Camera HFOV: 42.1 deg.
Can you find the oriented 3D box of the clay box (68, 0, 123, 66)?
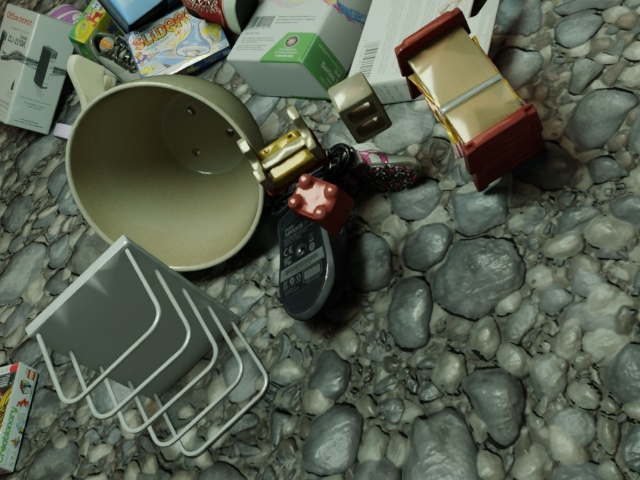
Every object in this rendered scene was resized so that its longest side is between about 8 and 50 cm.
[{"bbox_3d":[-0.513,-0.535,2.004,0.053,0.127,0.222,23,73,10],"label":"clay box"}]

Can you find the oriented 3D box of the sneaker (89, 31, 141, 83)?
[{"bbox_3d":[-0.437,-0.402,1.868,0.271,0.108,0.100,28,77,41],"label":"sneaker"}]

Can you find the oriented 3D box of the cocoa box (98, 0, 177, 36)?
[{"bbox_3d":[-0.350,-0.638,1.800,0.347,0.231,0.228,-39,12,-6],"label":"cocoa box"}]

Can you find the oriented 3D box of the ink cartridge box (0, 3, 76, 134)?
[{"bbox_3d":[-0.708,-0.418,2.012,0.197,0.114,0.273,27,100,45],"label":"ink cartridge box"}]

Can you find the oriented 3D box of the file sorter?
[{"bbox_3d":[-0.233,0.169,1.191,0.193,0.278,0.173,-43,48,3],"label":"file sorter"}]

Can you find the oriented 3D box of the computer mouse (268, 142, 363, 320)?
[{"bbox_3d":[0.000,0.000,1.264,0.188,0.072,0.272,-26,53,39],"label":"computer mouse"}]

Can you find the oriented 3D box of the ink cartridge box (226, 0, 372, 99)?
[{"bbox_3d":[-0.017,-0.411,1.555,0.201,0.117,0.278,12,69,42],"label":"ink cartridge box"}]

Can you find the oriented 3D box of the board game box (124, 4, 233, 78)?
[{"bbox_3d":[-0.301,-0.417,1.761,0.201,0.035,0.136,-26,74,5],"label":"board game box"}]

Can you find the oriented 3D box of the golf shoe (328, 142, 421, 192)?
[{"bbox_3d":[0.079,-0.125,1.313,0.186,0.067,0.086,2,60,37],"label":"golf shoe"}]

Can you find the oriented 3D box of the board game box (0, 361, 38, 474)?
[{"bbox_3d":[-0.666,0.349,1.537,0.305,0.053,0.193,-17,51,27],"label":"board game box"}]

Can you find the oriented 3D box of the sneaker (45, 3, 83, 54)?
[{"bbox_3d":[-0.713,-0.490,2.145,0.282,0.102,0.161,-48,47,-2],"label":"sneaker"}]

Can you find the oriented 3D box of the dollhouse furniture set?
[{"bbox_3d":[0.101,-0.132,1.176,0.374,0.152,0.201,-31,67,7],"label":"dollhouse furniture set"}]

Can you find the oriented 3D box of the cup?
[{"bbox_3d":[-0.228,-0.148,1.418,0.331,0.331,0.237,-22,22,23],"label":"cup"}]

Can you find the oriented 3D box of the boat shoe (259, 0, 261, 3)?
[{"bbox_3d":[-0.194,-0.491,1.792,0.190,0.068,0.072,-6,68,45],"label":"boat shoe"}]

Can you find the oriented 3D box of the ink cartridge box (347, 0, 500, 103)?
[{"bbox_3d":[0.197,-0.374,1.406,0.261,0.066,0.296,-2,59,35],"label":"ink cartridge box"}]

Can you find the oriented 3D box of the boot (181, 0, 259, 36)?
[{"bbox_3d":[-0.208,-0.463,1.613,0.176,0.244,0.088,25,90,4],"label":"boot"}]

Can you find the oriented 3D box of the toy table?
[{"bbox_3d":[-0.411,-0.250,1.668,0.274,0.252,0.161,17,87,32],"label":"toy table"}]
